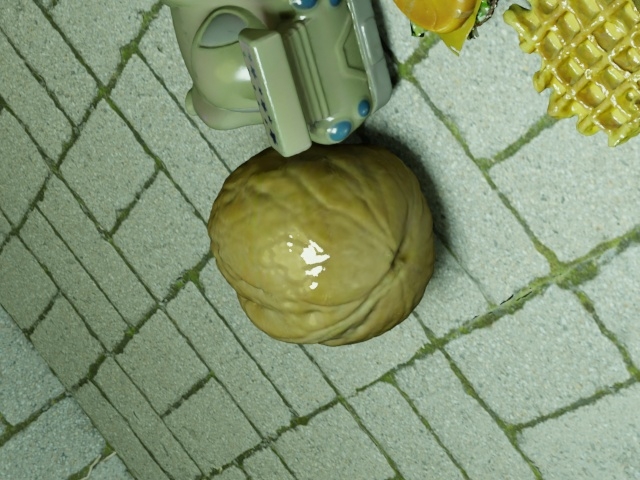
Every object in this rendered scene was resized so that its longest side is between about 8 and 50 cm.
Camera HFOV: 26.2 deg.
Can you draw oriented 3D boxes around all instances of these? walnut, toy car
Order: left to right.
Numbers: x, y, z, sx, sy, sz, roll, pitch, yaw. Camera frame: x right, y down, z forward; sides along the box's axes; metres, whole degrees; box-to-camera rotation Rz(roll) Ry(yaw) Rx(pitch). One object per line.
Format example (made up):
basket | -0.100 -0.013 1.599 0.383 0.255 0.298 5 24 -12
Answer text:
toy car | -0.093 -0.245 1.819 0.336 0.226 0.242 14 131 43
walnut | 0.000 0.000 1.886 0.333 0.333 0.333 32 142 29

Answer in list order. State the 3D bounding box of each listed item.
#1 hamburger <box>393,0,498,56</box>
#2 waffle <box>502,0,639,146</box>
hamburger | 0.145 -0.312 1.581 0.164 0.093 0.189 50 146 9
waffle | 0.296 -0.216 1.514 0.229 0.057 0.219 50 147 6
